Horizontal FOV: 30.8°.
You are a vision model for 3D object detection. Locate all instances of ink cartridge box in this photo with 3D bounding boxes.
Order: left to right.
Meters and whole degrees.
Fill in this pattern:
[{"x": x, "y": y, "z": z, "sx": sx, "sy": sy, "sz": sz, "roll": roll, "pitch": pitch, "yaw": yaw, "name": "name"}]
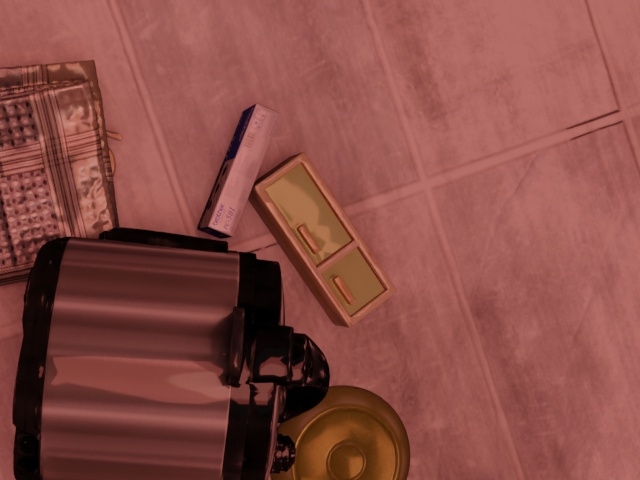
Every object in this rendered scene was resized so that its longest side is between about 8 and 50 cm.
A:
[{"x": -0.129, "y": -0.107, "z": 1.816, "sx": 0.046, "sy": 0.097, "sz": 0.207, "roll": 23, "pitch": 82, "yaw": -15, "name": "ink cartridge box"}]

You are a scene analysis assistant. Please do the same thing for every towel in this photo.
[{"x": -0.463, "y": -0.097, "z": 1.713, "sx": 0.312, "sy": 0.056, "sz": 0.324, "roll": -9, "pitch": 96, "yaw": -9, "name": "towel"}]

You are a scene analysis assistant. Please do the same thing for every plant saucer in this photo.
[{"x": 0.038, "y": 0.357, "z": 1.885, "sx": 0.241, "sy": 0.037, "sz": 0.240, "roll": 0, "pitch": 88, "yaw": -17, "name": "plant saucer"}]

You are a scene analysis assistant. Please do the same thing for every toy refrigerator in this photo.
[{"x": 0.000, "y": 0.000, "z": 1.853, "sx": 0.102, "sy": 0.094, "sz": 0.269, "roll": -36, "pitch": 99, "yaw": -14, "name": "toy refrigerator"}]

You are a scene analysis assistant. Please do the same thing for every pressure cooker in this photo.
[{"x": -0.199, "y": 0.188, "z": 1.633, "sx": 0.421, "sy": 0.370, "sz": 0.375, "roll": 5, "pitch": 114, "yaw": -5, "name": "pressure cooker"}]

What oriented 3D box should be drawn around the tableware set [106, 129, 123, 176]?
[{"x": -0.407, "y": -0.130, "z": 1.768, "sx": 0.194, "sy": 0.039, "sz": 0.128, "roll": 17, "pitch": 92, "yaw": -11, "name": "tableware set"}]
